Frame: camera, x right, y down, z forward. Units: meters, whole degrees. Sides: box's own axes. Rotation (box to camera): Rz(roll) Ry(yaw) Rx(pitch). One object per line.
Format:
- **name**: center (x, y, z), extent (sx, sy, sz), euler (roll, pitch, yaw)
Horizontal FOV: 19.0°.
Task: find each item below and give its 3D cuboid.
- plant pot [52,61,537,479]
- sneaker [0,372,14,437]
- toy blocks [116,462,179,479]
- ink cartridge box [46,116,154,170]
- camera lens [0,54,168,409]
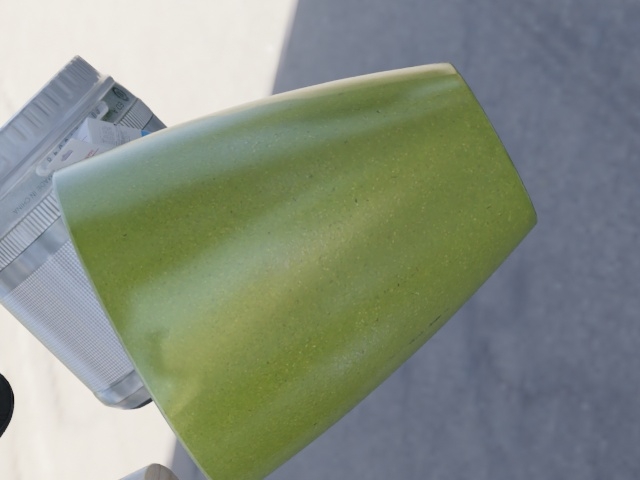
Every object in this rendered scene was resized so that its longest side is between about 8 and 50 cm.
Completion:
- **plant pot**: center (0.000, 0.000, 1.404), extent (0.274, 0.293, 0.275), euler (62, -178, -3)
- **sneaker**: center (-0.307, 0.139, 1.396), extent (0.106, 0.267, 0.101), euler (-26, 84, 34)
- **toy blocks**: center (-0.173, 0.272, 0.849), extent (0.260, 0.309, 0.288), euler (-28, 81, 21)
- **ink cartridge box**: center (-0.181, -0.074, 1.578), extent (0.048, 0.083, 0.028), euler (-43, 47, 41)
- **camera lens**: center (-0.191, -0.002, 1.718), extent (0.219, 0.274, 0.219), euler (-43, 10, 9)
